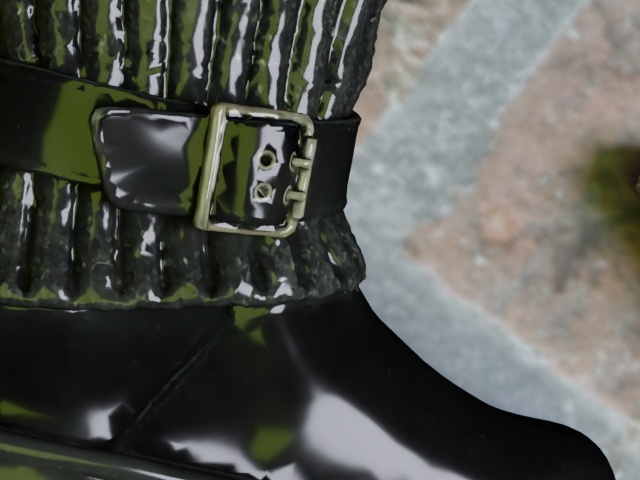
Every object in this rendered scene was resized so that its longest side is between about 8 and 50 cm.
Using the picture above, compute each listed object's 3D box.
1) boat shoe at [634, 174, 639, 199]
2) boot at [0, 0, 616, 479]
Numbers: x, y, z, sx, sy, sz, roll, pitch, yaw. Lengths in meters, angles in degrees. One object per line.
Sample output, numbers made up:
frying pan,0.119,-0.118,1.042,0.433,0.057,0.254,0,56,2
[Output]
boat shoe,0.192,0.041,0.770,0.072,0.068,0.190,-42,108,10
boot,0.001,0.000,0.682,0.348,0.131,0.260,15,80,-32
